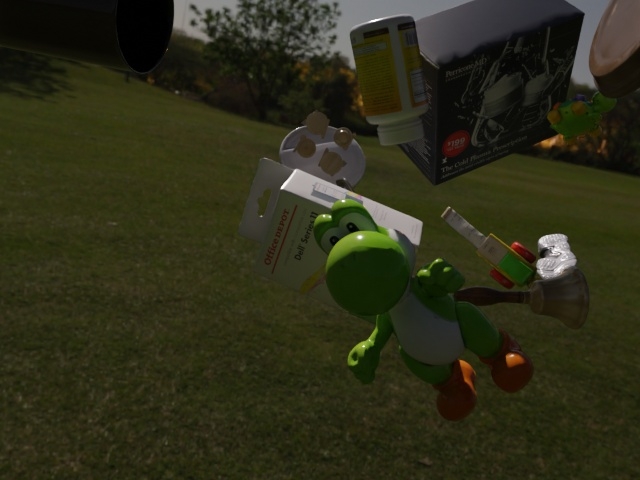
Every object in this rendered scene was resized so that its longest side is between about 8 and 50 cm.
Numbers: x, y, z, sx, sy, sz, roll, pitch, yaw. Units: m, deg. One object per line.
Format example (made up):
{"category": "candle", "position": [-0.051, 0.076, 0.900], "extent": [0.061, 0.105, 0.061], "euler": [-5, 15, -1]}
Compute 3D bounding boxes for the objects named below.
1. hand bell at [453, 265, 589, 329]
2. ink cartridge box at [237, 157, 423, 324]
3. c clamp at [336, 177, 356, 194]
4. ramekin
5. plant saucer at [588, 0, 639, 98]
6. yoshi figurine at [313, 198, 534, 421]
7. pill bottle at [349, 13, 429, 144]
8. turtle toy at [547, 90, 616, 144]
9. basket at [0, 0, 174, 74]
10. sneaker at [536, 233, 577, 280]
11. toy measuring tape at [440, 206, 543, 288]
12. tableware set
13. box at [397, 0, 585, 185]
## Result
{"category": "hand bell", "position": [0.383, 0.111, 1.214], "extent": [0.242, 0.126, 0.126], "euler": [1, 14, -4]}
{"category": "ink cartridge box", "position": [0.000, 0.000, 1.228], "extent": [0.353, 0.207, 0.119], "euler": [23, 30, 3]}
{"category": "c clamp", "position": [0.079, -0.094, 1.515], "extent": [0.022, 0.137, 0.160], "euler": [-32, 14, -5]}
{"category": "ramekin", "position": [-0.002, -0.221, 1.928], "extent": [0.272, 0.127, 0.273], "euler": [6, 56, -9]}
{"category": "plant saucer", "position": [0.475, -0.342, 0.892], "extent": [0.041, 0.278, 0.278], "euler": [23, 12, -3]}
{"category": "yoshi figurine", "position": [0.122, 0.104, 0.855], "extent": [0.362, 0.203, 0.203], "euler": [45, -20, -11]}
{"category": "pill bottle", "position": [0.128, -0.286, 1.111], "extent": [0.117, 0.215, 0.117], "euler": [-12, 15, 3]}
{"category": "turtle toy", "position": [0.514, -0.250, 1.215], "extent": [0.130, 0.066, 0.095], "euler": [-18, -45, 41]}
{"category": "basket", "position": [-0.349, -0.327, 0.866], "extent": [0.226, 0.154, 0.204], "euler": [9, 31, 6]}
{"category": "sneaker", "position": [0.653, 0.099, 1.689], "extent": [0.101, 0.153, 0.268], "euler": [-10, 23, 22]}
{"category": "toy measuring tape", "position": [0.450, 0.028, 1.597], "extent": [0.121, 0.121, 0.330], "euler": [0, 34, -43]}
{"category": "tableware set", "position": [0.011, -0.274, 1.739], "extent": [0.168, 0.141, 0.020], "euler": [30, 2, -7]}
{"category": "box", "position": [0.351, -0.338, 1.346], "extent": [0.343, 0.313, 0.179], "euler": [-23, 49, -11]}
